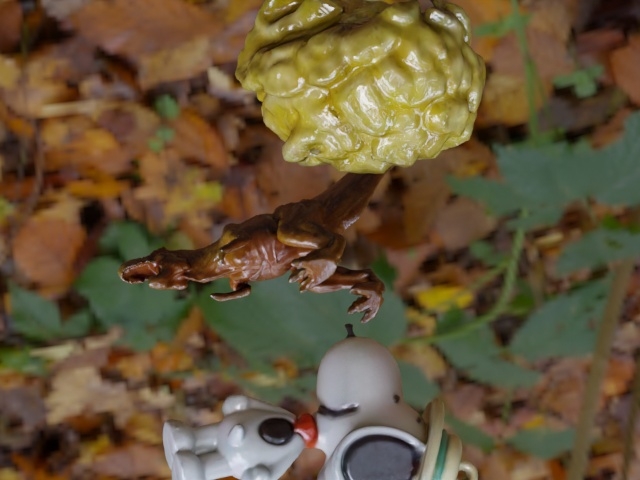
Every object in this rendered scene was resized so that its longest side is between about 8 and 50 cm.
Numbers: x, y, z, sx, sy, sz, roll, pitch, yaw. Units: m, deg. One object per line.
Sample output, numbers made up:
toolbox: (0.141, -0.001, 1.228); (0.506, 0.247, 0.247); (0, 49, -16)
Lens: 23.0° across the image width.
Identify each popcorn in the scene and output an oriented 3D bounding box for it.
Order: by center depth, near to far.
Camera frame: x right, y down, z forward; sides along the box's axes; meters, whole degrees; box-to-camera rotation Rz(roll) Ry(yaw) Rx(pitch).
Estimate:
popcorn: (0.036, -0.161, 1.529); (0.250, 0.190, 0.250); (-2, -175, 0)

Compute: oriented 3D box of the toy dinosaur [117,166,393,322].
toy dinosaur: (0.000, 0.000, 1.731); (0.432, 0.208, 0.097); (-21, 127, -22)

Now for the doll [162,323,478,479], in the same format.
doll: (-0.005, 0.216, 1.543); (0.271, 0.208, 0.144); (-27, 161, -18)
